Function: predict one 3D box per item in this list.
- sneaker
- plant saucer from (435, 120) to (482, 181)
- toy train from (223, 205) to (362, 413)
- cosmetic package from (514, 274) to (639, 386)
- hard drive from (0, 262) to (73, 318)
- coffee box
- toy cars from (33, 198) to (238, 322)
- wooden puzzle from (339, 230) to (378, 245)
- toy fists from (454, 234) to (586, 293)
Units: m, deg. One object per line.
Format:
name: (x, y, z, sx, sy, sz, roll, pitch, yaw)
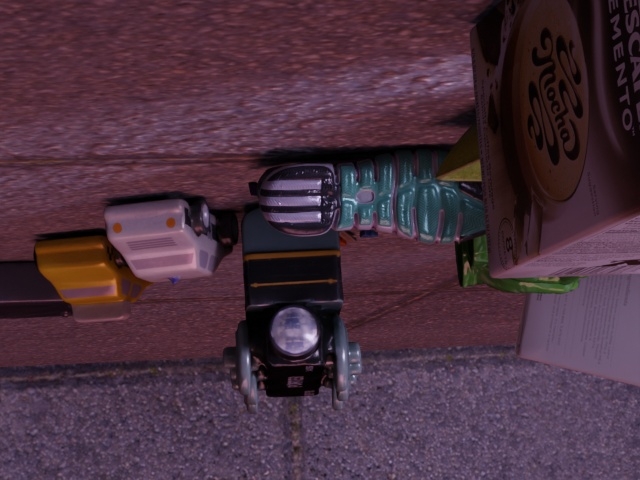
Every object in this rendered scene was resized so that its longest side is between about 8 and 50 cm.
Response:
sneaker: (0.050, -0.047, 1.529, 0.223, 0.083, 0.098, 3, -169, -15)
plant saucer: (0.211, -0.086, 1.367, 0.188, 0.045, 0.188, 0, 170, -24)
toy train: (-0.030, 0.078, 1.830, 0.142, 0.190, 0.334, -2, 168, -1)
cosmetic package: (0.450, 0.105, 2.047, 0.217, 0.156, 0.385, 7, -175, -41)
hard drive: (-0.394, 0.064, 2.063, 0.254, 0.054, 0.172, -2, 171, -15)
coffee box: (0.186, -0.082, 0.970, 0.118, 0.168, 0.297, -2, 171, -13)
toy cars: (-0.194, 0.029, 1.809, 0.176, 0.087, 0.393, 0, 170, -27)
wooden puzzle: (0.000, 0.000, 1.950, 0.116, 0.014, 0.078, -8, 171, 21)
toy fists: (0.221, 0.007, 1.823, 0.142, 0.096, 0.279, -5, 170, 1)
